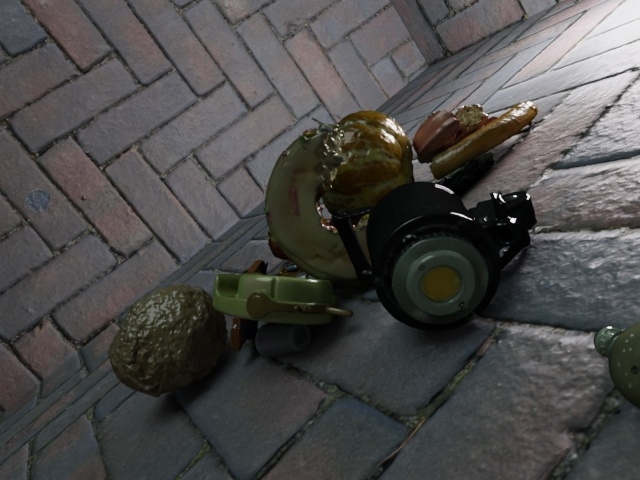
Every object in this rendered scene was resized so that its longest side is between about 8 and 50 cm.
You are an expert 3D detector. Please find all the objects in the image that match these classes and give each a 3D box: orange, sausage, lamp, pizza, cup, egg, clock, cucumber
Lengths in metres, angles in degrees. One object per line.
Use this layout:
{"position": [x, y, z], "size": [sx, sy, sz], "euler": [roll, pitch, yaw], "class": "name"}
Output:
{"position": [0.121, -0.184, 1.450], "size": [0.248, 0.330, 0.329], "euler": [-6, 26, 19], "class": "orange"}
{"position": [-0.049, -0.001, 1.706], "size": [0.330, 0.102, 0.102], "euler": [-17, 24, 47], "class": "sausage"}
{"position": [0.174, 0.026, 0.930], "size": [0.373, 0.205, 0.272], "euler": [-15, 19, 27], "class": "lamp"}
{"position": [0.437, -0.267, 1.456], "size": [0.365, 0.074, 0.182], "euler": [-33, -2, -17], "class": "pizza"}
{"position": [-0.073, 0.214, 1.196], "size": [0.116, 0.074, 0.104], "euler": [-17, -5, 41], "class": "cup"}
{"position": [-0.378, 0.251, 1.371], "size": [0.279, 0.279, 0.310], "euler": [-18, 29, 48], "class": "egg"}
{"position": [-0.072, 0.125, 1.158], "size": [0.234, 0.096, 0.307], "euler": [9, -5, -38], "class": "clock"}
{"position": [0.335, 0.123, 0.566], "size": [0.091, 0.091, 0.163], "euler": [-35, -2, 4], "class": "lamp"}
{"position": [0.355, -0.147, 1.362], "size": [0.211, 0.062, 0.078], "euler": [-30, -4, -12], "class": "cucumber"}

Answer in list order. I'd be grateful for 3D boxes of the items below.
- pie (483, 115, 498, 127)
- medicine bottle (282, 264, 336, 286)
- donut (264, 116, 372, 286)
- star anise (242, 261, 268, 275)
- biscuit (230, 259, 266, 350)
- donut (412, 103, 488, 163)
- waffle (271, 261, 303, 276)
{"position": [0.479, -0.321, 1.632], "size": [0.153, 0.038, 0.153], "euler": [-35, 14, 10], "class": "pie"}
{"position": [-0.039, 0.096, 1.373], "size": [0.220, 0.061, 0.092], "euler": [-13, 60, 19], "class": "medicine bottle"}
{"position": [0.038, -0.060, 1.239], "size": [0.307, 0.371, 0.150], "euler": [-46, -3, 20], "class": "donut"}
{"position": [-0.239, 0.137, 1.772], "size": [0.204, 0.061, 0.181], "euler": [-20, 21, 46], "class": "star anise"}
{"position": [-0.175, 0.157, 1.357], "size": [0.043, 0.183, 0.280], "euler": [6, 43, 11], "class": "biscuit"}
{"position": [0.342, -0.297, 1.487], "size": [0.232, 0.085, 0.199], "euler": [-21, -18, -45], "class": "donut"}
{"position": [-0.105, 0.129, 1.527], "size": [0.231, 0.051, 0.228], "euler": [-39, 15, -13], "class": "waffle"}
